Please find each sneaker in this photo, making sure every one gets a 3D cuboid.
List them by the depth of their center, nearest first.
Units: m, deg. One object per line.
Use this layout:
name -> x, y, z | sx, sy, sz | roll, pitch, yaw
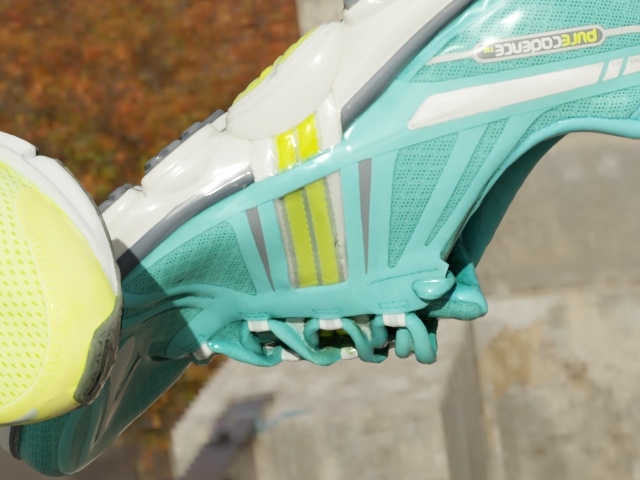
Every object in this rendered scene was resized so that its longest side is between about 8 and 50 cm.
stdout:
sneaker -> -0.149, -0.006, 0.499 | 0.208, 0.081, 0.094 | 25, 14, 20
sneaker -> 0.000, 0.000, 0.614 | 0.275, 0.110, 0.107 | -38, -2, 17
